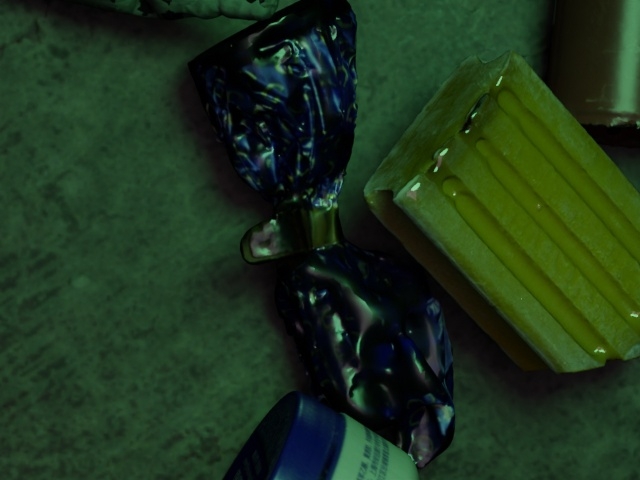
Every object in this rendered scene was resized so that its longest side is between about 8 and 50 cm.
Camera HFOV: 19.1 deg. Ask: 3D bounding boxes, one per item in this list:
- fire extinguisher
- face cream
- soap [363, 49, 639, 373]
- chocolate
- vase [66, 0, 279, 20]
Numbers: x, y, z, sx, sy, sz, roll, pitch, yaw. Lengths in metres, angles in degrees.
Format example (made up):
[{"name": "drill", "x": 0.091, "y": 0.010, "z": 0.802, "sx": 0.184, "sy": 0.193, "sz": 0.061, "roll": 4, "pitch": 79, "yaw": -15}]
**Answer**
[{"name": "fire extinguisher", "x": 0.208, "y": -0.240, "z": 1.381, "sx": 0.147, "sy": 0.106, "sz": 0.337, "roll": 4, "pitch": 84, "yaw": 19}, {"name": "face cream", "x": -0.022, "y": 0.213, "z": 1.269, "sx": 0.111, "sy": 0.206, "sz": 0.206, "roll": 31, "pitch": 84, "yaw": -5}, {"name": "soap", "x": 0.151, "y": -0.004, "z": 1.321, "sx": 0.232, "sy": 0.073, "sz": 0.140, "roll": 46, "pitch": 72, "yaw": -23}, {"name": "chocolate", "x": 0.003, "y": 0.003, "z": 1.341, "sx": 0.148, "sy": 0.126, "sz": 0.343, "roll": -23, "pitch": 98, "yaw": -44}, {"name": "vase", "x": -0.127, "y": -0.185, "z": 1.320, "sx": 0.211, "sy": 0.060, "sz": 0.060, "roll": 13, "pitch": 85, "yaw": 19}]
